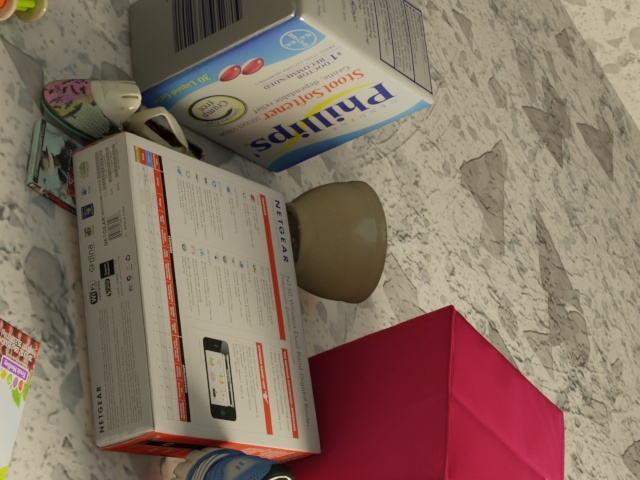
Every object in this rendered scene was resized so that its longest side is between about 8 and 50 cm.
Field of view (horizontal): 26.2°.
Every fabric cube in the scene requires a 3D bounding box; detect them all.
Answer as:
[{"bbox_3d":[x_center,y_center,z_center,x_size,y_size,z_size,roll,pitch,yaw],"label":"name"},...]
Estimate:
[{"bbox_3d":[0.125,0.281,1.677,0.258,0.254,0.259,44,38,-35],"label":"fabric cube"}]

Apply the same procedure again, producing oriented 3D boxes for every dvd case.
[{"bbox_3d":[-0.273,-0.070,1.514,0.119,0.013,0.087,36,43,-41],"label":"dvd case"}]

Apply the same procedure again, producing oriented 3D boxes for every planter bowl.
[{"bbox_3d":[0.000,0.000,1.778,0.109,0.162,0.162,3,66,-29],"label":"planter bowl"}]

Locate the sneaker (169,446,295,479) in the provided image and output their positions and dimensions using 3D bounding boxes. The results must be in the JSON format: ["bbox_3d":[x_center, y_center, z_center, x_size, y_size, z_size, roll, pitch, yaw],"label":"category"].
[{"bbox_3d":[-0.095,0.365,1.360,0.130,0.147,0.330,30,61,-45],"label":"sneaker"}]

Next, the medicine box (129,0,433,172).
[{"bbox_3d":[-0.046,-0.234,1.728,0.289,0.263,0.149,25,51,-48],"label":"medicine box"}]

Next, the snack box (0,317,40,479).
[{"bbox_3d":[-0.329,0.133,1.144,0.207,0.070,0.174,51,46,-60],"label":"snack box"}]

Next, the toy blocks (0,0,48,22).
[{"bbox_3d":[-0.369,-0.294,1.467,0.148,0.054,0.123,-8,77,-59],"label":"toy blocks"}]

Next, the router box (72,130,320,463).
[{"bbox_3d":[-0.136,0.077,1.550,0.301,0.082,0.335,21,55,-53],"label":"router box"}]

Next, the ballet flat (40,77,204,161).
[{"bbox_3d":[-0.217,-0.137,1.578,0.221,0.079,0.077,34,35,-43],"label":"ballet flat"}]
